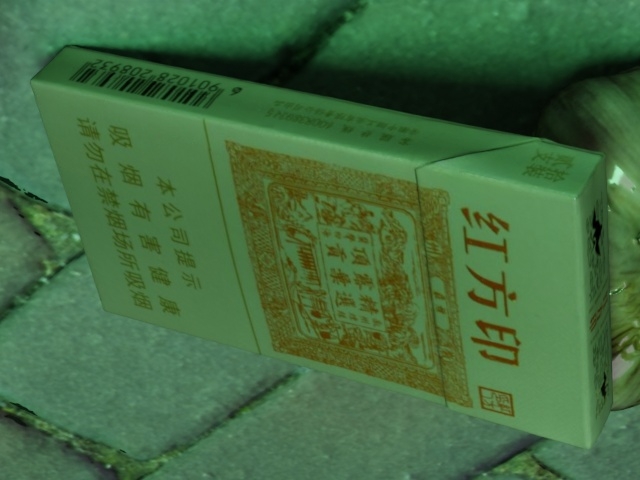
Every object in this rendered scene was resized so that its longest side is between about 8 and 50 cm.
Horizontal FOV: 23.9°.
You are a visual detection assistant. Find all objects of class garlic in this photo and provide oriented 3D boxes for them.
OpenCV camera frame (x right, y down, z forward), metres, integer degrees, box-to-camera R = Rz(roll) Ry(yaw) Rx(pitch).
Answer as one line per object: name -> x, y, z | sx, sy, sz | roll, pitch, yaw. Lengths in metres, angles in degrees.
garlic -> 0.207, -0.012, 0.983 | 0.245, 0.160, 0.245 | -12, 123, -19

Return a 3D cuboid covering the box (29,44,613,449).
box -> 0.000, 0.001, 0.938 | 0.365, 0.051, 0.204 | 13, 135, 26
